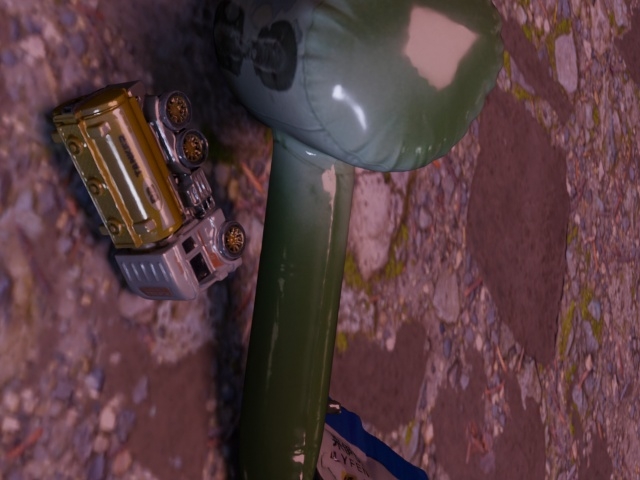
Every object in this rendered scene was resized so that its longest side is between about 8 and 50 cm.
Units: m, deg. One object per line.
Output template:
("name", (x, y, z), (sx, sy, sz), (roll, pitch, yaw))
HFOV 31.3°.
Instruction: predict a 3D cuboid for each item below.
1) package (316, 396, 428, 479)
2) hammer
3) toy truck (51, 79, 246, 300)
("package", (0.039, 0.200, 0.755), (0.171, 0.027, 0.173), (42, 35, -43))
("hammer", (0.000, 0.000, 0.646), (0.119, 0.206, 0.335), (3, 103, -19))
("toy truck", (-0.090, -0.025, 0.592), (0.063, 0.052, 0.123), (-46, 124, -43))
